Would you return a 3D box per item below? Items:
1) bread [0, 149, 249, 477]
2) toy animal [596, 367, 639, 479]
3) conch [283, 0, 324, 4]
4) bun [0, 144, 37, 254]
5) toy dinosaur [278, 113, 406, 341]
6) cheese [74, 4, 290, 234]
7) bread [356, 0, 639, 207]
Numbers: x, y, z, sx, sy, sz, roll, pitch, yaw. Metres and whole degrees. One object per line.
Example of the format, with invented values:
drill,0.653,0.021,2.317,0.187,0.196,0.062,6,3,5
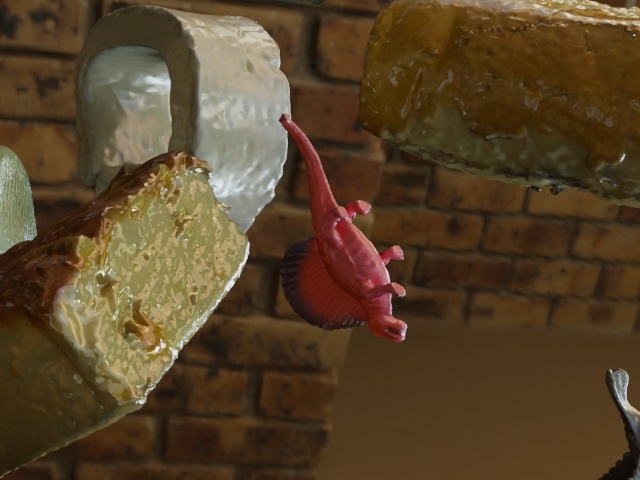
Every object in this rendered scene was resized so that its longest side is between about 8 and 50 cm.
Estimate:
bread,-0.190,0.062,0.850,0.114,0.275,0.184,53,-142,-14
toy animal,0.288,0.198,1.062,0.197,0.160,0.272,14,-176,10
conch,-0.050,-0.292,0.997,0.134,0.196,0.202,0,-107,-20
bun,-0.406,-0.007,1.609,0.108,0.221,0.221,-6,-148,1
toy dinosaur,-0.003,0.007,1.536,0.286,0.139,0.070,55,-150,4
cheese,-0.195,-0.154,1.749,0.153,0.292,0.332,0,-169,-37
bread,0.241,-0.121,1.160,0.376,0.165,0.236,14,-159,21
